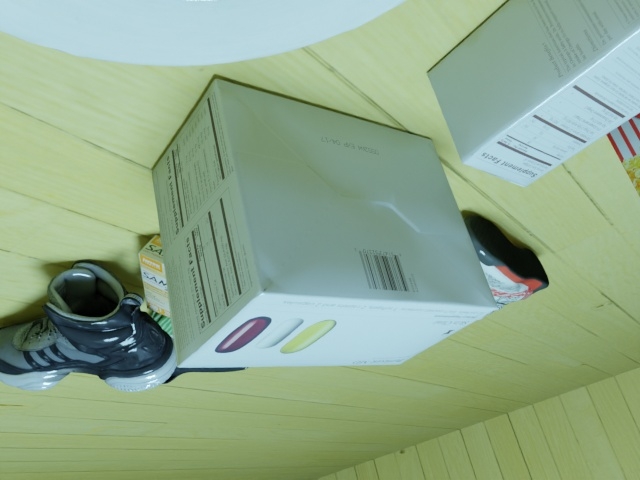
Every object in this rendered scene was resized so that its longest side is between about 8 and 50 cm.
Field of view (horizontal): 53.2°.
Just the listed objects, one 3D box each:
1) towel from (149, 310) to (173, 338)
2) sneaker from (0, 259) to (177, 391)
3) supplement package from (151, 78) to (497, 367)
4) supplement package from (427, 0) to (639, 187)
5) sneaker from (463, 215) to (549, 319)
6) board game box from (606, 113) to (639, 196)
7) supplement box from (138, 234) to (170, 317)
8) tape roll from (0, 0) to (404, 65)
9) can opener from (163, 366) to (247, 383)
[{"bbox_3d":[-0.088,0.058,0.858,0.248,0.038,0.325,2,147,-29],"label":"towel"},{"bbox_3d":[-0.310,0.099,0.765,0.269,0.101,0.153,1,131,13],"label":"sneaker"},{"bbox_3d":[0.000,0.000,0.603,0.262,0.203,0.145,7,146,-36],"label":"supplement package"},{"bbox_3d":[0.199,-0.143,0.538,0.105,0.105,0.179,11,144,-40],"label":"supplement package"},{"bbox_3d":[0.226,0.055,0.941,0.145,0.090,0.270,-32,151,26],"label":"sneaker"},{"bbox_3d":[0.315,-0.123,0.537,0.045,0.193,0.147,11,143,-39],"label":"board game box"},{"bbox_3d":[-0.170,0.048,0.738,0.062,0.036,0.098,21,136,14],"label":"supplement box"},{"bbox_3d":[-0.049,-0.188,0.269,0.286,0.100,0.286,-11,167,-3],"label":"tape roll"},{"bbox_3d":[-0.190,0.174,0.954,0.186,0.073,0.059,-8,135,27],"label":"can opener"}]
